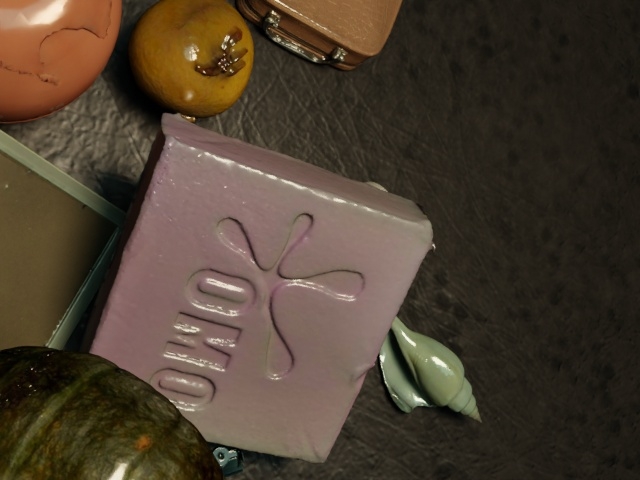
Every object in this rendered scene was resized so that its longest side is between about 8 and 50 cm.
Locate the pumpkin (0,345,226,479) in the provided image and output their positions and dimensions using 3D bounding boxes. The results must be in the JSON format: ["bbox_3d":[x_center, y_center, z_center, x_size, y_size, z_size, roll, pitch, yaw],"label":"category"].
[{"bbox_3d":[-0.220,0.236,0.788,0.320,0.320,0.192,54,39,-10],"label":"pumpkin"}]

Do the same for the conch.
[{"bbox_3d":[0.131,0.165,1.119,0.180,0.088,0.065,44,22,-7],"label":"conch"}]

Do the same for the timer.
[{"bbox_3d":[-0.304,-0.228,0.867,0.229,0.215,0.230,4,80,-26],"label":"timer"}]

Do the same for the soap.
[{"bbox_3d":[-0.071,0.057,0.920,0.285,0.107,0.296,16,109,-19],"label":"soap"}]

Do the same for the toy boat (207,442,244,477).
[{"bbox_3d":[-0.152,0.233,0.960,0.141,0.060,0.055,-10,88,-21],"label":"toy boat"}]

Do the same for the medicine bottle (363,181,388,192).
[{"bbox_3d":[0.000,0.000,1.048,0.168,0.105,0.105,-17,90,-28],"label":"medicine bottle"}]

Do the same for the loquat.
[{"bbox_3d":[-0.141,-0.199,0.993,0.141,0.141,0.141,5,79,-26],"label":"loquat"}]

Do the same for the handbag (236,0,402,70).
[{"bbox_3d":[0.000,-0.298,1.117,0.193,0.072,0.151,23,72,-24],"label":"handbag"}]

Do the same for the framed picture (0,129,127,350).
[{"bbox_3d":[-0.334,0.008,0.848,0.293,0.018,0.231,39,76,-42],"label":"framed picture"}]
